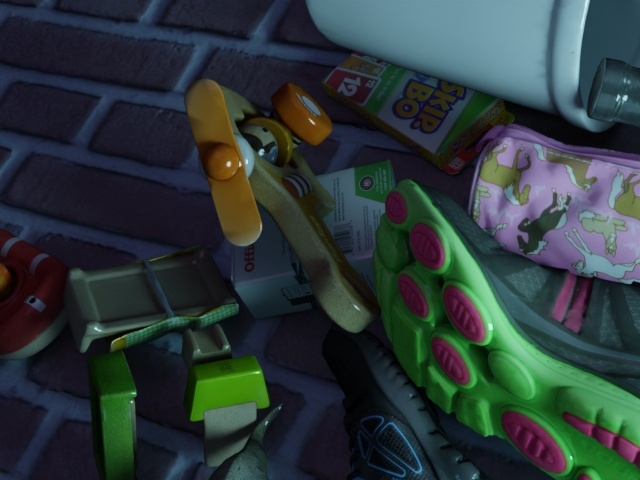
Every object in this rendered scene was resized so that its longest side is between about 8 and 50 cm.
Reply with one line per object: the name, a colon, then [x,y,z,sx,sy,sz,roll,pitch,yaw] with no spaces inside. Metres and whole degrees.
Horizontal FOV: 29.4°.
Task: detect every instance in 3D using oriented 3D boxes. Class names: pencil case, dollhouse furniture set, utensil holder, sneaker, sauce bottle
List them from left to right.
dollhouse furniture set: [-0.194,0.152,1.486,0.197,0.151,0.301,-9,31,-16]
sneaker: [0.071,0.221,1.307,0.139,0.125,0.341,-39,47,3]
utensil holder: [0.218,-0.345,1.522,0.385,0.328,0.328,22,65,29]
sneaker: [0.239,0.111,1.237,0.202,0.185,0.483,-23,56,-41]
pencil case: [0.350,-0.024,1.348,0.386,0.160,0.167,13,84,30]
sauce bottle: [0.472,-0.131,1.349,0.344,0.111,0.111,16,59,2]

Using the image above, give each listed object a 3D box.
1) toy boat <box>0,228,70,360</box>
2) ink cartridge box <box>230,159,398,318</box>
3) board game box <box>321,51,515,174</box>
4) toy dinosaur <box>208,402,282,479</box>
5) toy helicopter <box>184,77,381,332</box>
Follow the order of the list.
toy boat: [-0.431,0.050,1.595,0.231,0.151,0.151,25,67,33]
ink cartridge box: [0.000,0.000,1.514,0.208,0.087,0.153,-11,52,13]
board game box: [0.129,-0.191,1.642,0.124,0.039,0.259,-43,55,-13]
toy dinosaur: [-0.086,0.306,1.278,0.121,0.160,0.314,16,64,29]
toy helicopter: [-0.043,-0.047,1.369,0.140,0.235,0.355,-41,61,16]
